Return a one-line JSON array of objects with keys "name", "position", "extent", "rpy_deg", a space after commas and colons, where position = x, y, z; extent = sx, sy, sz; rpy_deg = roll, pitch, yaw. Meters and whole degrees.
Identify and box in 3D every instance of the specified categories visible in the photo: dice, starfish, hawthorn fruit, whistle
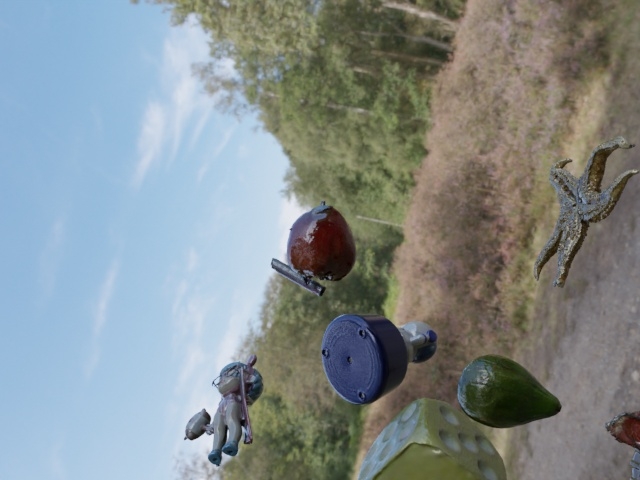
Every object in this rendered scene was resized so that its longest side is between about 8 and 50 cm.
[{"name": "dice", "position": [0.235, 0.499, 1.259], "extent": [0.238, 0.233, 0.227], "rpy_deg": [-50, -1, 16]}, {"name": "starfish", "position": [0.484, -0.048, 1.101], "extent": [0.299, 0.060, 0.302], "rpy_deg": [-99, 25, -77]}, {"name": "hawthorn fruit", "position": [0.000, 0.000, 1.483], "extent": [0.185, 0.185, 0.202], "rpy_deg": [21, -110, -85]}, {"name": "whistle", "position": [-0.062, 0.098, 1.583], "extent": [0.033, 0.176, 0.033], "rpy_deg": [-49, -25, -32]}]

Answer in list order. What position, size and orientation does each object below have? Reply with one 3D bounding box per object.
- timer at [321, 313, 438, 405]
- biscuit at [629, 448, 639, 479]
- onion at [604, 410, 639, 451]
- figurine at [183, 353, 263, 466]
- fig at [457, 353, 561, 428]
[{"name": "timer", "position": [0.226, 0.341, 1.848], "extent": [0.383, 0.270, 0.270], "rpy_deg": [-5, -68, -41]}, {"name": "biscuit", "position": [1.094, 0.775, 1.833], "extent": [0.366, 0.115, 0.268], "rpy_deg": [-87, 10, -57]}, {"name": "onion", "position": [0.697, 0.376, 1.044], "extent": [0.159, 0.349, 0.267], "rpy_deg": [-5, -59, -62]}, {"name": "figurine", "position": [-0.191, 0.363, 1.220], "extent": [0.205, 0.103, 0.260], "rpy_deg": [-44, 20, 19]}, {"name": "fig", "position": [0.316, 0.262, 0.984], "extent": [0.123, 0.156, 0.123], "rpy_deg": [-24, -57, -43]}]
